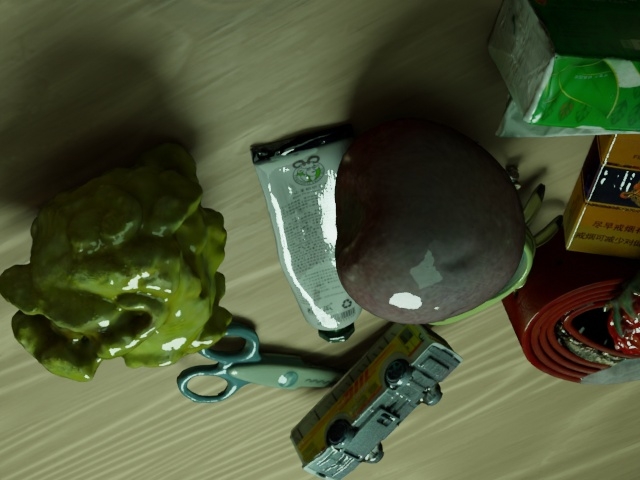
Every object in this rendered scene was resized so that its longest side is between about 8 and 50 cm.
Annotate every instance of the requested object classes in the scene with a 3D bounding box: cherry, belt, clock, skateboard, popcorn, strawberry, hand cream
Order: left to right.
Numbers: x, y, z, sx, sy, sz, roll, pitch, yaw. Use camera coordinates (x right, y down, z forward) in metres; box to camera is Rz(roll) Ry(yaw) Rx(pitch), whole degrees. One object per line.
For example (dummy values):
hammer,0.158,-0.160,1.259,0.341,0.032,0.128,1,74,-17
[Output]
popcorn,-0.221,0.024,1.298,0.242,0.235,0.250,-36,145,-44
hand cream,0.000,0.000,1.447,0.121,0.076,0.336,-16,134,-5
cherry,0.132,-0.021,1.315,0.239,0.239,0.206,-2,156,-13
clock,0.203,0.014,1.506,0.232,0.069,0.170,-27,138,14
skateboard,0.201,-0.083,1.426,0.064,0.032,0.083,-23,143,27
belt,0.406,0.093,1.616,0.324,0.115,0.227,14,132,-30
strawberry,0.492,0.104,1.495,0.236,0.111,0.190,9,128,-27

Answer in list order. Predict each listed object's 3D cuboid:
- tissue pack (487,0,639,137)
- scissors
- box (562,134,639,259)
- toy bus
tissue pack,0.297,-0.177,1.248,0.209,0.148,0.156,0,137,-16
scissors,-0.059,0.184,1.647,0.289,0.041,0.138,10,117,-32
box,0.405,-0.077,1.433,0.152,0.070,0.237,8,136,-2
toy bus,0.076,0.225,1.650,0.268,0.106,0.092,-47,131,12
